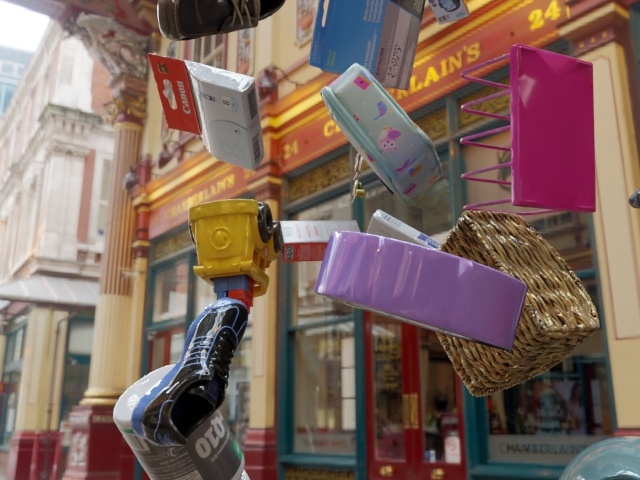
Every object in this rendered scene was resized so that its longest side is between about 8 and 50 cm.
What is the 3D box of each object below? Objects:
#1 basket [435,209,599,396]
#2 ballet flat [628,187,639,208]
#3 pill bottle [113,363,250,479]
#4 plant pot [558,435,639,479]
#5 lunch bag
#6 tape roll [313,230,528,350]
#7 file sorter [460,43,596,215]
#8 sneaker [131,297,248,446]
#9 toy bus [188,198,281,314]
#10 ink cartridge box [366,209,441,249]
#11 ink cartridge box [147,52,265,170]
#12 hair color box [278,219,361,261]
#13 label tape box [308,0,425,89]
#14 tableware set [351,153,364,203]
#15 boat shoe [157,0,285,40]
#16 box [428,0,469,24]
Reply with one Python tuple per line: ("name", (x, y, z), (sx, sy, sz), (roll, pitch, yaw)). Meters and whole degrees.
("basket", (0.355, 0.118, 1.310), (0.214, 0.299, 0.223), (1, -44, -35))
("ballet flat", (0.570, -0.077, 1.114), (0.114, 0.041, 0.041), (-9, -16, -6))
("pill bottle", (-0.299, 0.481, 1.539), (0.204, 0.361, 0.204), (-21, 21, 8))
("plant pot", (0.516, 0.460, 1.108), (0.290, 0.290, 0.195), (-9, -26, 28))
("lunch bag", (0.112, -0.192, 1.237), (0.108, 0.224, 0.279), (-40, -18, 6))
("tape roll", (0.133, 0.069, 0.919), (0.275, 0.090, 0.275), (17, -5, 2))
("file sorter", (0.391, -0.197, 1.313), (0.202, 0.290, 0.182), (3, -5, -30))
("sneaker", (-0.150, 0.174, 0.902), (0.090, 0.232, 0.081), (0, -44, 41))
("toy bus", (-0.154, 0.046, 1.291), (0.150, 0.211, 0.220), (-8, -19, 10))
("ink cartridge box", (0.213, 0.057, 1.792), (0.223, 0.045, 0.224), (30, -45, 16))
("ink cartridge box", (-0.370, -0.403, 2.116), (0.385, 0.091, 0.308), (17, -38, 18))
("hair color box", (0.000, 0.000, 1.198), (0.141, 0.072, 0.043), (0, -55, -10))
("label tape box", (0.112, -0.467, 1.442), (0.115, 0.249, 0.348), (15, 11, 22))
("tableware set", (0.109, -0.180, 1.786), (0.024, 0.154, 0.104), (10, -23, -7))
("boat shoe", (-0.178, -0.471, 1.305), (0.130, 0.355, 0.132), (11, -55, 22))
("box", (0.324, -0.605, 1.720), (0.081, 0.028, 0.136), (-10, -37, 28))
